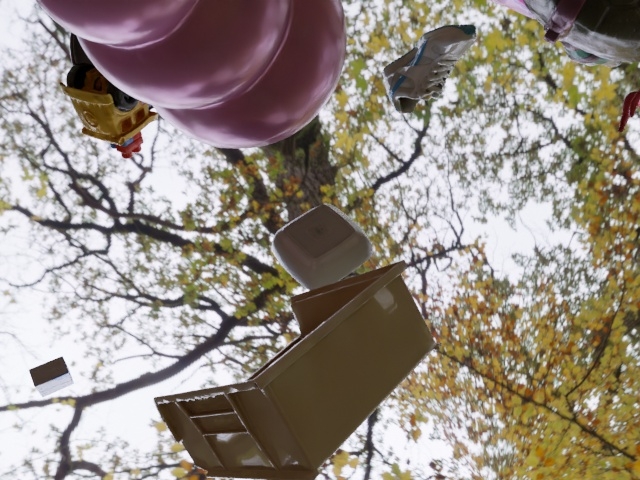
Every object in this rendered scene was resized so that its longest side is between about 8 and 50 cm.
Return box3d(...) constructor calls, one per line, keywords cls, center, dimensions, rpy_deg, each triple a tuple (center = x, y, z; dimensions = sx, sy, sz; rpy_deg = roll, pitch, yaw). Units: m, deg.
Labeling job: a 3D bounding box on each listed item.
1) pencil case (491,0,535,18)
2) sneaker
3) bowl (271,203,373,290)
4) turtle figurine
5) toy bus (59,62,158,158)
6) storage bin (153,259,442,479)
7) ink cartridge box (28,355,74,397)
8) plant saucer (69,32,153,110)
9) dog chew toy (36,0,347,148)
box3d(cls="pencil case", center=(0.383, -0.494, 1.172), dimensions=(0.284, 0.124, 0.124), rpy_deg=(12, -113, -20))
box3d(cls="sneaker", center=(0.197, -0.302, 1.098), dimensions=(0.087, 0.228, 0.092), rpy_deg=(-8, -100, -27))
box3d(cls="bowl", center=(0.000, 0.000, 1.031), dimensions=(0.142, 0.053, 0.142), rpy_deg=(-32, -129, -19))
box3d(cls="turtle figurine", center=(0.162, -0.163, 0.350), dimensions=(0.234, 0.175, 0.118), rpy_deg=(33, -124, 8))
box3d(cls="toy bus", center=(-0.427, -0.299, 1.378), dimensions=(0.149, 0.211, 0.220), rpy_deg=(16, -135, 24))
box3d(cls="storage bin", center=(-0.031, 0.162, 0.778), dimensions=(0.262, 0.260, 0.123), rpy_deg=(-34, -82, -41))
box3d(cls="ink cartridge box", center=(-0.388, 0.201, 0.908), dimensions=(0.048, 0.083, 0.028), rpy_deg=(-22, -109, -22))
box3d(cls="plant saucer", center=(-0.453, -0.448, 1.450), dimensions=(0.050, 0.310, 0.311), rpy_deg=(19, -106, 33))
box3d(cls="dog chew toy", center=(-0.104, -0.194, 0.511), dimensions=(0.206, 0.332, 0.207), rpy_deg=(-1, -93, 19))
